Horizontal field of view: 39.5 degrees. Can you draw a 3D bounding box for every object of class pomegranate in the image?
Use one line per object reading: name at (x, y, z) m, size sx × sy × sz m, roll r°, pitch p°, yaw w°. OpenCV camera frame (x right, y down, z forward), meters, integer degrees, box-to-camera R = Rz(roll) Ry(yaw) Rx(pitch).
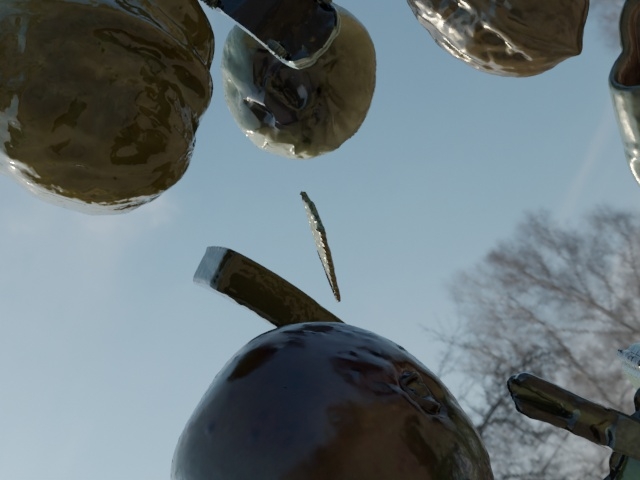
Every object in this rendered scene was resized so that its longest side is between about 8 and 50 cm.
pomegranate at (0.004, 0.241, 0.756) m, size 0.291 × 0.291 × 0.323 m, roll 0°, pitch -70°, yaw -52°

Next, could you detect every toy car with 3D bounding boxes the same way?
toy car at (-0.066, -0.285, 1.062) m, size 0.095 × 0.205 × 0.056 m, roll -51°, pitch -21°, yaw 0°

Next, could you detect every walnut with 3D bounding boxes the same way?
walnut at (0.195, -0.275, 0.979) m, size 0.178 × 0.230 × 0.178 m, roll -43°, pitch -15°, yaw -14°
walnut at (-0.257, -0.182, 0.988) m, size 0.277 × 0.282 × 0.253 m, roll 17°, pitch -51°, yaw -28°

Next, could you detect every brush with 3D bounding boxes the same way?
brush at (-0.057, 0.078, 1.089) m, size 0.197 × 0.123 × 0.059 m, roll 34°, pitch -97°, yaw -18°

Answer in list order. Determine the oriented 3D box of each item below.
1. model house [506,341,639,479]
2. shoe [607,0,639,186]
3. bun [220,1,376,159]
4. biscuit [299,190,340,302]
model house at (0.289, 0.142, 0.728) m, size 0.218 × 0.279 × 0.205 m, roll 16°, pitch -87°, yaw -80°
shoe at (0.375, -0.164, 0.991) m, size 0.100 × 0.103 × 0.251 m, roll -13°, pitch -85°, yaw -51°
bun at (-0.036, -0.256, 1.460) m, size 0.168 × 0.273 × 0.273 m, roll -77°, pitch 3°, yaw -66°
biscuit at (-0.001, 0.000, 1.496) m, size 0.016 × 0.144 × 0.203 m, roll -19°, pitch -40°, yaw -3°
